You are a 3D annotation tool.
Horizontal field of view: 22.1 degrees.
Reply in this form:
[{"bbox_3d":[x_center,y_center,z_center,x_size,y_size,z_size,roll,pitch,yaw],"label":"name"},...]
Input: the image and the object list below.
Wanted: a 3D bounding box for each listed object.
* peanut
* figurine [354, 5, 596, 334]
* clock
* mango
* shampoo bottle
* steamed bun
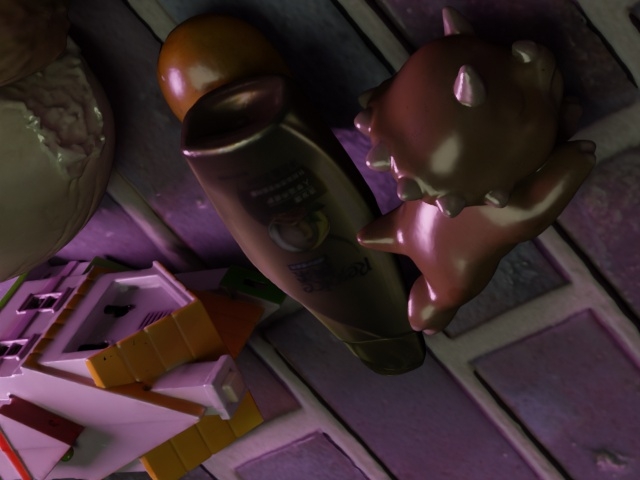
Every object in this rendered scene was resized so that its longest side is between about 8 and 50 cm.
[{"bbox_3d":[-0.319,-0.233,1.398,0.233,0.197,0.110,49,130,9],"label":"peanut"},{"bbox_3d":[0.102,-0.067,1.346,0.173,0.177,0.247,24,143,-18],"label":"figurine"},{"bbox_3d":[-0.184,0.127,1.604,0.309,0.235,0.166,-8,123,31],"label":"clock"},{"bbox_3d":[-0.076,-0.129,1.447,0.111,0.089,0.163,-11,128,28],"label":"mango"},{"bbox_3d":[0.000,0.000,1.465,0.125,0.084,0.350,-16,135,17],"label":"shampoo bottle"},{"bbox_3d":[-0.379,-0.079,1.539,0.334,0.233,0.312,26,132,7],"label":"steamed bun"}]
